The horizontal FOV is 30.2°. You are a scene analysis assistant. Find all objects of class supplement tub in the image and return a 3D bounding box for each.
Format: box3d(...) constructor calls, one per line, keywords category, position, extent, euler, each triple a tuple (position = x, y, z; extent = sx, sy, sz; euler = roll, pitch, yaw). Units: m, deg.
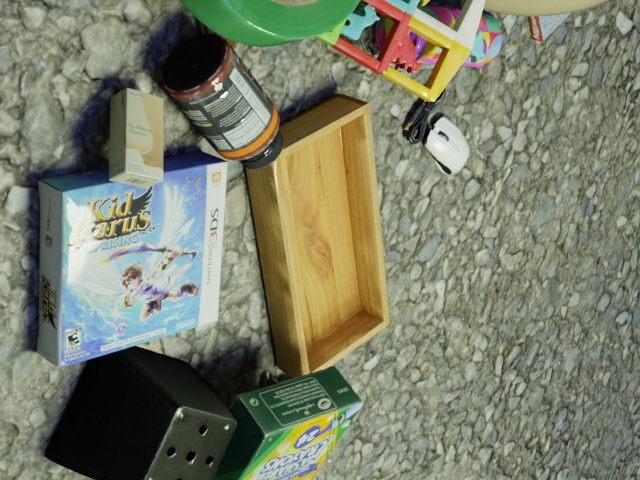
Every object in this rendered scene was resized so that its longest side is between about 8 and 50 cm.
box3d(category="supplement tub", position=(-0.124, -0.179, 1.598), extent=(0.106, 0.106, 0.198), euler=(-54, 140, -14))

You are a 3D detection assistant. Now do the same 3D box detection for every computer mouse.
box3d(category="computer mouse", position=(0.212, -0.173, 2.016), extent=(0.106, 0.042, 0.193), euler=(-59, 140, -10))

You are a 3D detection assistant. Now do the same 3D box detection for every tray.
box3d(category="tray", position=(0.000, 0.000, 1.846), extent=(0.203, 0.076, 0.411), euler=(-32, 130, -34))

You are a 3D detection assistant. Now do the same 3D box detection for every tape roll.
box3d(category="tape roll", position=(-0.068, -0.408, 1.490), extent=(0.321, 0.077, 0.321), euler=(1, 88, -40))

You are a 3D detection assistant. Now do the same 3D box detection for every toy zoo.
box3d(category="toy zoo", position=(0.121, -0.334, 1.739), extent=(0.293, 0.030, 0.192), euler=(27, 88, -20))

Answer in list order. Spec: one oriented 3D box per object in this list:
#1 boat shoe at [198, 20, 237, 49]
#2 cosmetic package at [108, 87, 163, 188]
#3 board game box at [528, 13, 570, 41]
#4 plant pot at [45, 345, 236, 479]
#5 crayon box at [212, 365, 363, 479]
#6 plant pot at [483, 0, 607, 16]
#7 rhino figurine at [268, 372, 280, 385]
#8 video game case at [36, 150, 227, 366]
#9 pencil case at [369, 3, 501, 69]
box3d(category="boat shoe", position=(-0.119, -0.331, 1.563), extent=(0.064, 0.060, 0.178), euler=(-12, 117, -44))
box3d(category="cosmetic package", position=(-0.233, -0.129, 1.505), extent=(0.060, 0.041, 0.115), euler=(11, 70, -40))
box3d(category="board game box", position=(0.461, -0.499, 2.144), extent=(0.281, 0.027, 0.145), euler=(-45, 137, -24))
box3d(category="plant pot", position=(-0.232, 0.264, 1.647), extent=(0.188, 0.167, 0.187), euler=(27, 87, -49))
box3d(category="crayon box", position=(-0.092, 0.344, 1.804), extent=(0.203, 0.083, 0.323), euler=(-11, 142, -44))
box3d(category="plant pot", position=(0.301, -0.463, 1.836), extent=(0.191, 0.284, 0.284), euler=(-23, 134, 5))
box3d(category="rhino figurine", position=(-0.033, 0.279, 1.944), extent=(0.243, 0.073, 0.106), euler=(31, 89, -49))
box3d(category="video game case", position=(-0.249, 0.020, 1.592), extent=(0.269, 0.061, 0.244), euler=(-15, 118, -43))
box3d(category="pencil case", position=(0.186, -0.320, 1.876), extent=(0.236, 0.104, 0.104), euler=(-10, 115, -44))
